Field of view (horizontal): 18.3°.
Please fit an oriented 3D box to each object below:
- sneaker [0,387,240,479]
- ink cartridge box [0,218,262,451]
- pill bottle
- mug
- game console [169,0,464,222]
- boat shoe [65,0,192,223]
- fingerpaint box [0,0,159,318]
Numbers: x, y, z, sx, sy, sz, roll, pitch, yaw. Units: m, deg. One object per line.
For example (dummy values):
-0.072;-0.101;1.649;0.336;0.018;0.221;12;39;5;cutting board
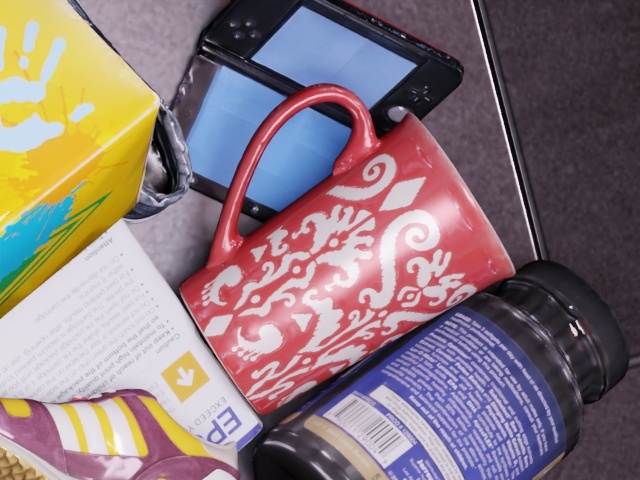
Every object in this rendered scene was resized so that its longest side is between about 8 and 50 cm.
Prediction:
-0.133;0.111;1.067;0.185;0.069;0.084;26;47;-13;sneaker
-0.246;0.072;1.077;0.324;0.071;0.330;-39;109;-20;ink cartridge box
0.077;0.107;1.180;0.219;0.123;0.122;-35;101;-26;pill bottle
0.003;0.004;1.155;0.169;0.113;0.150;-34;73;0;mug
-0.006;-0.075;1.180;0.144;0.124;0.085;25;52;-21;game console
-0.133;-0.094;1.121;0.065;0.083;0.183;-37;98;-20;boat shoe
-0.359;-0.085;0.919;0.371;0.163;0.445;-42;83;-19;fingerpaint box
